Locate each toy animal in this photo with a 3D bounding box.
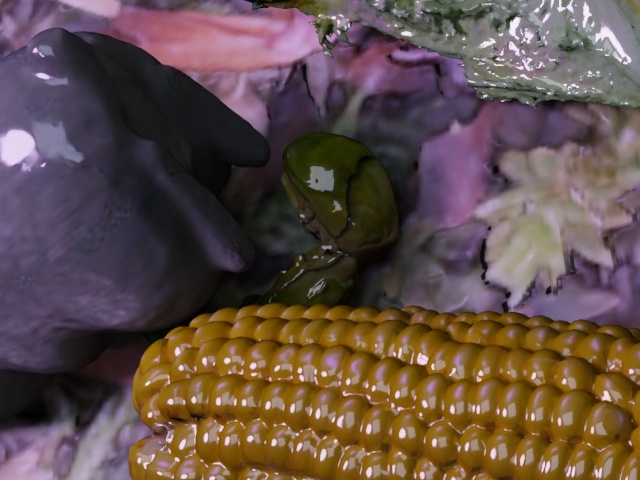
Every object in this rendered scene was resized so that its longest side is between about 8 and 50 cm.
[{"bbox_3d":[-0.128,0.012,0.714,0.236,0.138,0.108,-28,29,31],"label":"toy animal"}]

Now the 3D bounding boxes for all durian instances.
[{"bbox_3d":[0.055,-0.107,0.687,0.215,0.086,0.100,18,93,29],"label":"durian"}]

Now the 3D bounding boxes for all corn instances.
[{"bbox_3d":[0.059,0.071,0.597,0.310,0.101,0.101,2,72,29],"label":"corn"}]

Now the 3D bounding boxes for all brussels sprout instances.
[{"bbox_3d":[0.001,0.001,0.693,0.051,0.046,0.083,15,88,27],"label":"brussels sprout"}]
